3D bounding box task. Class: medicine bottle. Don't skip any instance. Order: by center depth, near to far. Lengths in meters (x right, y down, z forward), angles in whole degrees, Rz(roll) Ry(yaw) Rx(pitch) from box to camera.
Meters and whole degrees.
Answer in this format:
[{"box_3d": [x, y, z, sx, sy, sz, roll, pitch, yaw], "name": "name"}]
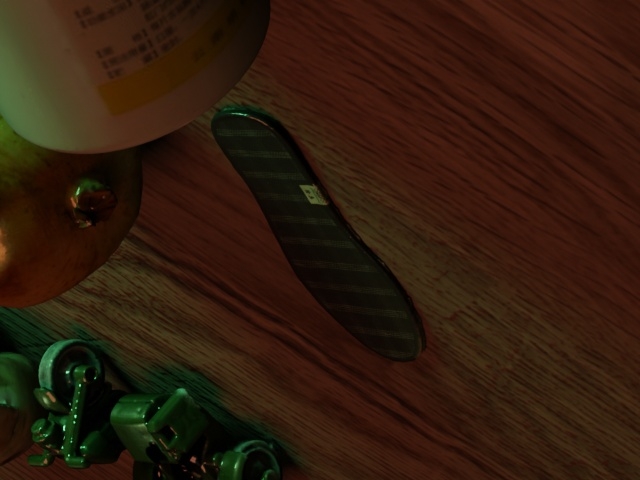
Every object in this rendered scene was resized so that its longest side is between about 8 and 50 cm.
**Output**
[{"box_3d": [-0.180, -0.240, 1.227, 0.208, 0.208, 0.340, 10, 143, 31], "name": "medicine bottle"}]

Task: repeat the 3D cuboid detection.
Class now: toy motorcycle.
[{"box_3d": [-0.166, 0.216, 1.946, 0.205, 0.127, 0.275, -4, 138, 47], "name": "toy motorcycle"}]

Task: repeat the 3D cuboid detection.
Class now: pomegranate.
[{"box_3d": [-0.247, -0.049, 1.552, 0.215, 0.215, 0.215, 22, 148, 15], "name": "pomegranate"}]

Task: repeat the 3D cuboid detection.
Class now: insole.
[{"box_3d": [0.000, 0.000, 1.608, 0.110, 0.012, 0.309, 5, 141, 38], "name": "insole"}]

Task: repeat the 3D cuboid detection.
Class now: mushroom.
[{"box_3d": [-0.401, 0.159, 2.005, 0.255, 0.184, 0.255, 9, 173, 1], "name": "mushroom"}]
